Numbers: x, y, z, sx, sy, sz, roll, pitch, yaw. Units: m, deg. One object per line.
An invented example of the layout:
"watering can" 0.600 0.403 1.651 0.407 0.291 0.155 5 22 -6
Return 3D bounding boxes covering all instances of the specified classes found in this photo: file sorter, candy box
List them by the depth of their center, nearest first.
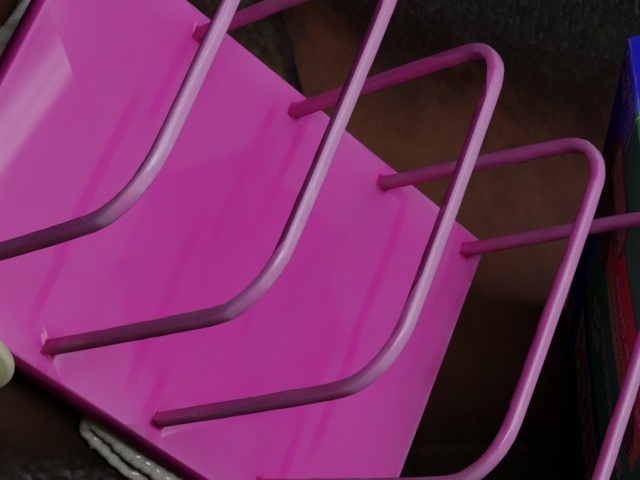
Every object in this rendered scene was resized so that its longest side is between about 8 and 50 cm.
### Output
"file sorter" 0.000 0.000 0.826 0.291 0.182 0.202 37 61 -29
"candy box" 0.219 0.079 1.013 0.317 0.122 0.268 87 1 -60

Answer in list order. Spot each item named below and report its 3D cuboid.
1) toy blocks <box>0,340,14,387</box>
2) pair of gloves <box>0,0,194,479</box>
"toy blocks" -0.194 0.088 0.735 0.123 0.054 0.148 36 45 -29
"pair of gloves" -0.098 -0.009 0.911 0.240 0.042 0.204 51 40 -16
